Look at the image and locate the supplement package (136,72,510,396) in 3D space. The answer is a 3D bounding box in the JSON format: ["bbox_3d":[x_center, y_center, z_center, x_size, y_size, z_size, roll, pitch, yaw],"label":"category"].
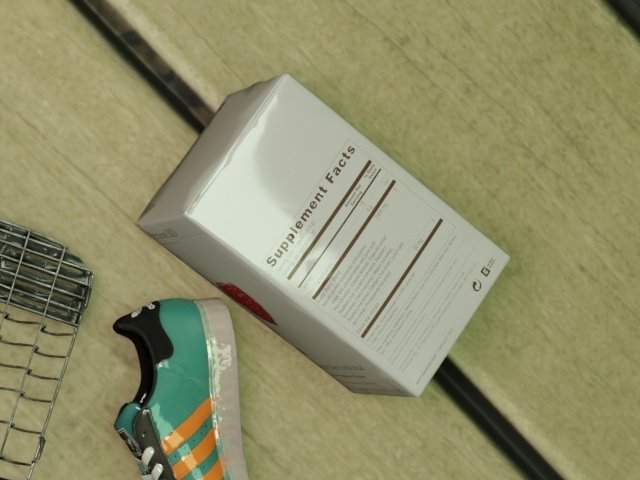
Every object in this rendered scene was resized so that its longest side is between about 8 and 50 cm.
[{"bbox_3d":[0.000,0.000,1.921,0.293,0.177,0.175,39,75,-14],"label":"supplement package"}]

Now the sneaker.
[{"bbox_3d":[-0.141,0.207,1.901,0.121,0.108,0.302,-3,80,-20],"label":"sneaker"}]

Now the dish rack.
[{"bbox_3d":[-0.336,0.112,1.847,0.208,0.074,0.271,20,78,-20],"label":"dish rack"}]
